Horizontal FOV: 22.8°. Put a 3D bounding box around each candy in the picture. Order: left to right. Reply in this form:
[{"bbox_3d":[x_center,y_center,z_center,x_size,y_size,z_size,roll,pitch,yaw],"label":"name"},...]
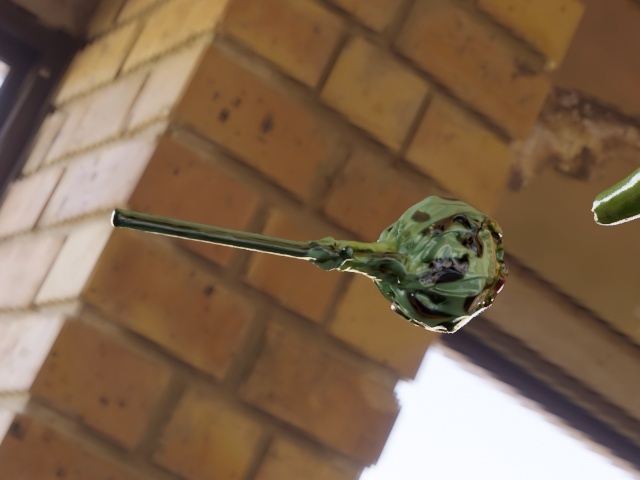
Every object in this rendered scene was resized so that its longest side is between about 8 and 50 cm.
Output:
[{"bbox_3d":[0.000,0.000,1.023,0.305,0.091,0.083,11,6,-37],"label":"candy"}]

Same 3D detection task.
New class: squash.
[{"bbox_3d":[0.171,-0.031,0.793,0.027,0.027,0.089,31,-47,-17],"label":"squash"}]
